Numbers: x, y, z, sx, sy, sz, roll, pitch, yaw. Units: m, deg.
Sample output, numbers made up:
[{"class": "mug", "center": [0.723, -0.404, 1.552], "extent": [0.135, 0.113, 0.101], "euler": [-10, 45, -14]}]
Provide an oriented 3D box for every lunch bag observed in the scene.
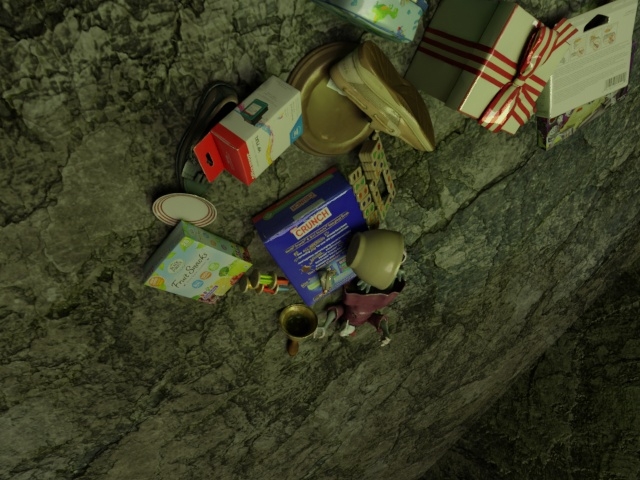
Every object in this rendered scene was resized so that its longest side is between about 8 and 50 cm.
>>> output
[{"class": "lunch bag", "center": [0.078, -0.452, 0.769], "extent": [0.176, 0.219, 0.090], "euler": [6, 120, -33]}]

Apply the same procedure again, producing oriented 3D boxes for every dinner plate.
[{"class": "dinner plate", "center": [-0.312, -0.071, 0.950], "extent": [0.141, 0.017, 0.141], "euler": [-5, 150, -3]}]

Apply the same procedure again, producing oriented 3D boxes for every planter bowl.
[{"class": "planter bowl", "center": [0.133, 0.037, 1.084], "extent": [0.109, 0.162, 0.162], "euler": [18, 116, -13]}]

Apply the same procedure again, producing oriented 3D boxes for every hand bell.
[{"class": "hand bell", "center": [-0.085, 0.334, 1.397], "extent": [0.126, 0.126, 0.242], "euler": [-14, 142, -21]}]

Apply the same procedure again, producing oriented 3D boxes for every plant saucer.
[{"class": "plant saucer", "center": [0.042, -0.322, 0.979], "extent": [0.278, 0.041, 0.277], "euler": [-15, 131, -19]}]

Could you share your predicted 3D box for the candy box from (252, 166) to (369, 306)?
[{"class": "candy box", "center": [0.000, 0.000, 1.151], "extent": [0.268, 0.122, 0.317], "euler": [-32, 136, -4]}]

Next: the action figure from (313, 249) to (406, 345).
[{"class": "action figure", "center": [0.125, 0.205, 1.392], "extent": [0.248, 0.275, 0.370], "euler": [15, 140, -5]}]

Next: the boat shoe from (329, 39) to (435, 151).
[{"class": "boat shoe", "center": [0.159, -0.314, 0.962], "extent": [0.110, 0.121, 0.341], "euler": [-18, 143, 36]}]

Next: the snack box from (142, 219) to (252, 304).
[{"class": "snack box", "center": [-0.309, 0.064, 1.043], "extent": [0.174, 0.070, 0.207], "euler": [-45, 134, 18]}]

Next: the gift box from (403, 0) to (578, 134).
[{"class": "gift box", "center": [0.406, -0.415, 0.969], "extent": [0.277, 0.258, 0.255], "euler": [2, 124, -31]}]

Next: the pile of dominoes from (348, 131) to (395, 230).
[{"class": "pile of dominoes", "center": [0.159, -0.148, 1.107], "extent": [0.196, 0.040, 0.251], "euler": [-63, 144, -30]}]

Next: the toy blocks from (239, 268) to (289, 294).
[{"class": "toy blocks", "center": [-0.140, 0.123, 1.181], "extent": [0.148, 0.054, 0.123], "euler": [10, 158, -36]}]

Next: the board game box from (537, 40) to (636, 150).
[{"class": "board game box", "center": [0.865, -0.470, 1.349], "extent": [0.347, 0.056, 0.208], "euler": [-34, 131, -2]}]

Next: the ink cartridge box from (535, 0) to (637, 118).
[{"class": "ink cartridge box", "center": [0.763, -0.530, 1.188], "extent": [0.296, 0.066, 0.261], "euler": [-24, 122, -10]}]

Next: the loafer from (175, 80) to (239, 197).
[{"class": "loafer", "center": [-0.241, -0.199, 0.874], "extent": [0.096, 0.084, 0.267], "euler": [8, 120, -35]}]

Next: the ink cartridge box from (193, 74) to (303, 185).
[{"class": "ink cartridge box", "center": [-0.140, -0.210, 0.849], "extent": [0.231, 0.078, 0.134], "euler": [-49, 165, -17]}]

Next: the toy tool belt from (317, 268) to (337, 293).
[{"class": "toy tool belt", "center": [0.026, 0.114, 1.138], "extent": [0.051, 0.052, 0.083], "euler": [-17, 135, -5]}]
